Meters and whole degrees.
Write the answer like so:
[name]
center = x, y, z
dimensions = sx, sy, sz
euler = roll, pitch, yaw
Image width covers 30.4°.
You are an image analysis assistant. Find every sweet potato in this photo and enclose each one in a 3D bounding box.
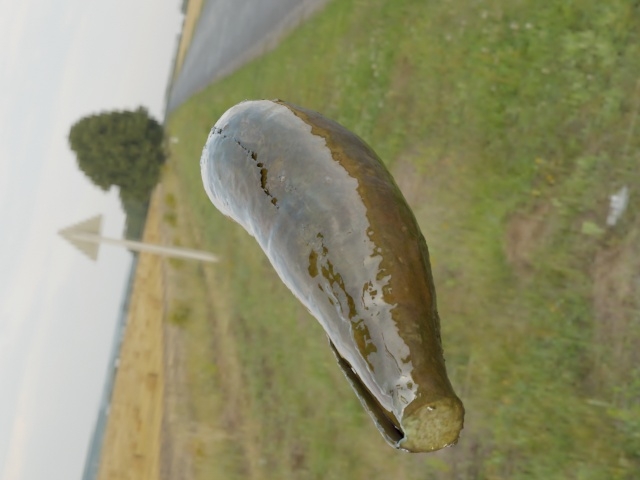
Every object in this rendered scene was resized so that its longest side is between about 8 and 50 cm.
[sweet potato]
center = 0.006, -0.002, 0.649
dimensions = 0.286, 0.085, 0.112
euler = 50, 154, 43
